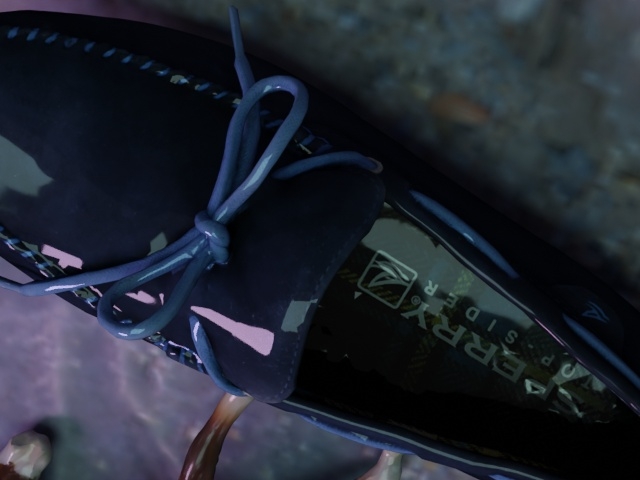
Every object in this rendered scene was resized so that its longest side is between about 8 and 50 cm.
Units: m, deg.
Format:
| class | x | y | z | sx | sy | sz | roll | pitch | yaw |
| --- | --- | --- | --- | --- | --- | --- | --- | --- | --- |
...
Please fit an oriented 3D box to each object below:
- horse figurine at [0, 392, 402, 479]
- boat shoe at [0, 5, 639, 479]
| class | x | y | z | sx | sy | sz | roll | pitch | yaw |
| --- | --- | --- | --- | --- | --- | --- | --- | --- | --- |
| horse figurine | -0.002 | 0.146 | 0.687 | 0.263 | 0.066 | 0.174 | 45 | 115 | -11 |
| boat shoe | 0.000 | 0.000 | 0.568 | 0.258 | 0.089 | 0.109 | 20 | 98 | -6 |
